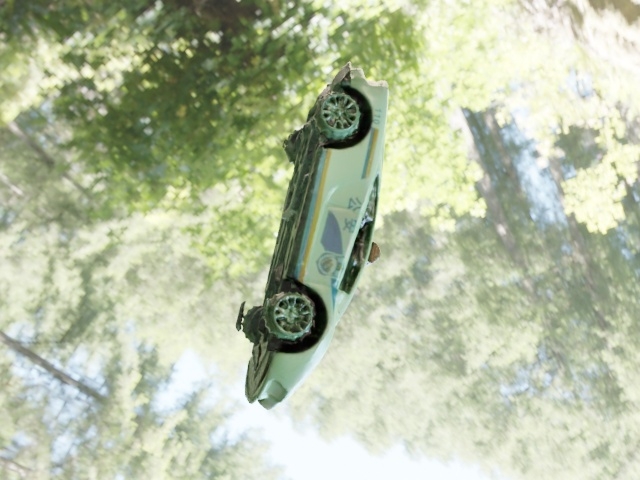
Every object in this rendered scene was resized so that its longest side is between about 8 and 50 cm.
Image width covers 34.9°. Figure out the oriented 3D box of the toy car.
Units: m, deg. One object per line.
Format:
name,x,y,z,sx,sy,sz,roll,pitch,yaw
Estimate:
toy car,0.000,0.000,0.541,0.058,0.093,0.186,16,-102,-13
